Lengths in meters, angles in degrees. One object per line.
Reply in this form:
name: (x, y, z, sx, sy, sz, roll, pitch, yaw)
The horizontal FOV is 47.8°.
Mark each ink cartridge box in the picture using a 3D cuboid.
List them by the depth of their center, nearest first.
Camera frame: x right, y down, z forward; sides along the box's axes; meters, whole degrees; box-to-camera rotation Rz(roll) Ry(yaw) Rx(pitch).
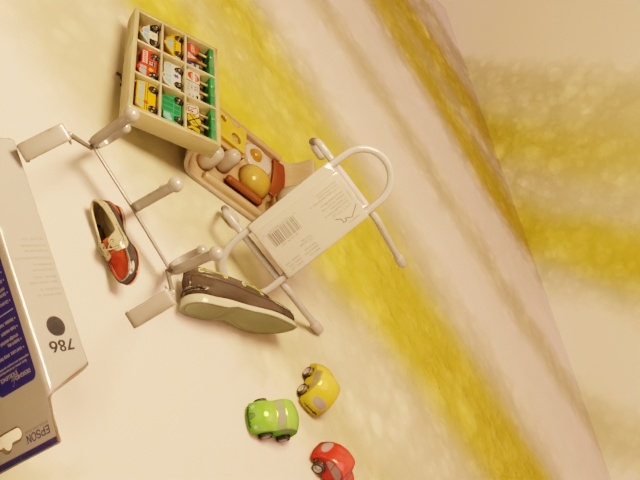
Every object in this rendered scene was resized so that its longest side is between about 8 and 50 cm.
ink cartridge box: (-0.344, 0.072, 0.759, 0.065, 0.165, 0.333, 1, 64, -58)

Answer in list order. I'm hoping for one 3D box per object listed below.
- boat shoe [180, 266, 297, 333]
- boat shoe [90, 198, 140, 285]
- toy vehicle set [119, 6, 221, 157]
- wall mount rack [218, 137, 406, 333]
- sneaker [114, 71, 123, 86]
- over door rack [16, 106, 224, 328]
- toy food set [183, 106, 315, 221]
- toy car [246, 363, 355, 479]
boat shoe: (-0.125, 0.098, 1.159, 0.227, 0.081, 0.069, 23, 50, -44)
boat shoe: (-0.291, 0.001, 1.017, 0.043, 0.049, 0.137, 33, 31, -60)
toy vehicle set: (-0.253, -0.273, 1.238, 0.166, 0.035, 0.267, 21, 43, -32)
wall mount rack: (0.000, 0.000, 1.277, 0.304, 0.350, 0.130, 53, -3, -11)
sneaker: (-0.323, -0.254, 1.213, 0.069, 0.038, 0.098, 51, 22, -12)
over door rack: (-0.231, -0.046, 0.937, 0.239, 0.108, 0.324, 59, 2, -10)
toy food set: (-0.123, -0.158, 1.377, 0.306, 0.092, 0.220, 38, 37, -35)
toy car: (-0.026, 0.294, 1.168, 0.225, 0.053, 0.239, 24, 45, -47)
